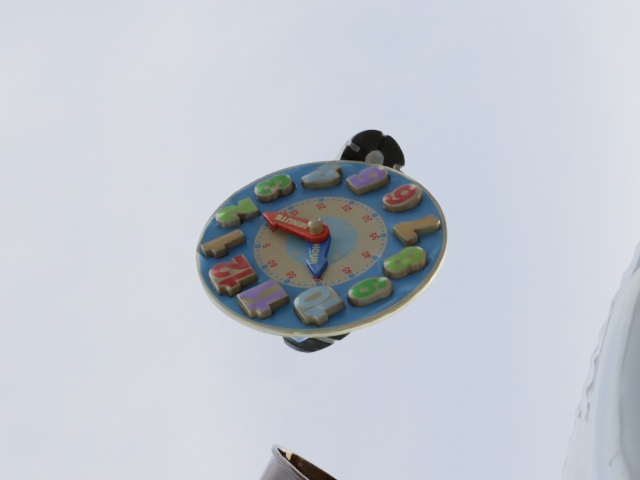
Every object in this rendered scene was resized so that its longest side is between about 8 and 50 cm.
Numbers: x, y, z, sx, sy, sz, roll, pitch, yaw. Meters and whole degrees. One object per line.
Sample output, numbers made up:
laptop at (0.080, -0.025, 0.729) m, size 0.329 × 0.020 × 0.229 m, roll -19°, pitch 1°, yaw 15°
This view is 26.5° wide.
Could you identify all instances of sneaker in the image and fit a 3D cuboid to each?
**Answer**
sneaker at (0.017, 0.003, 1.232) m, size 0.081 × 0.094 × 0.208 m, roll 23°, pitch -92°, yaw -13°

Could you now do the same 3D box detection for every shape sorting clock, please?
shape sorting clock at (0.000, 0.000, 1.101) m, size 0.206 × 0.040 × 0.206 m, roll -8°, pitch -136°, yaw 8°

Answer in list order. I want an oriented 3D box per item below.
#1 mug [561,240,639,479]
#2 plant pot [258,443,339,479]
mug at (0.255, 0.101, 0.741) m, size 0.374 × 0.276 × 0.328 m, roll 11°, pitch -91°, yaw -48°
plant pot at (-0.021, 0.301, 1.240) m, size 0.167 × 0.167 × 0.165 m, roll 35°, pitch -93°, yaw -4°
